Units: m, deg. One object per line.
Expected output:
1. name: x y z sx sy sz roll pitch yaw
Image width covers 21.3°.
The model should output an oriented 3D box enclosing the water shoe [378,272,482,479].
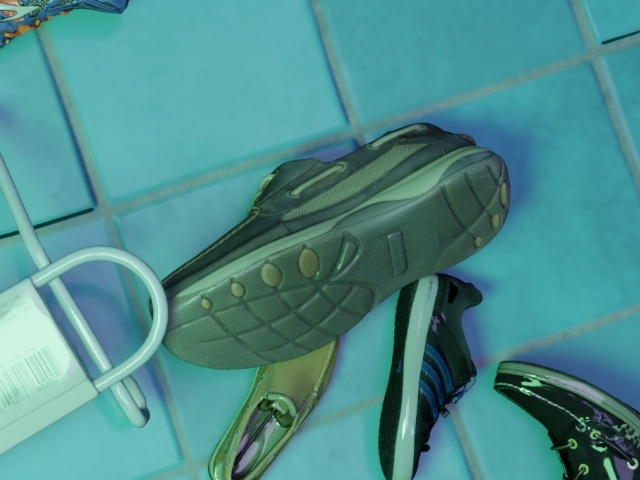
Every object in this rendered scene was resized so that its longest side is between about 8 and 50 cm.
1. water shoe: 0.105 0.130 1.556 0.080 0.073 0.203 10 81 -12

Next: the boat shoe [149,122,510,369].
1. boat shoe: 0.000 0.000 1.529 0.355 0.130 0.132 -23 132 -20

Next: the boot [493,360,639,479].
1. boot: 0.235 0.232 1.559 0.236 0.085 0.178 31 78 -7

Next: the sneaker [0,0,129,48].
1. sneaker: -0.283 -0.209 1.532 0.221 0.083 0.087 -1 96 -6

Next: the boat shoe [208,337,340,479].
1. boat shoe: -0.033 0.144 1.527 0.068 0.072 0.190 28 78 -6

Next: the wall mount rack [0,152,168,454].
1. wall mount rack: -0.311 0.076 1.444 0.350 0.130 0.304 -30 93 -2
